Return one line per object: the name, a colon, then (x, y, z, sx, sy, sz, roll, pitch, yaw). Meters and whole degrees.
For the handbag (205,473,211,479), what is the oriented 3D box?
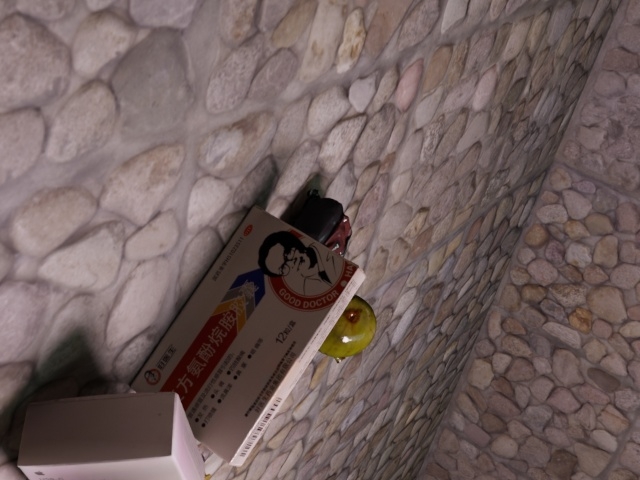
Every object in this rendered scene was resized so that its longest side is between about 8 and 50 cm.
handbag: (-0.259, 0.502, 1.695, 0.083, 0.027, 0.061, -15, 131, -60)

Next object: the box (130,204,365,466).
box: (-0.113, 0.142, 1.314, 0.353, 0.214, 0.069, -55, 156, -8)

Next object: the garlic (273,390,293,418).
garlic: (-0.101, 0.349, 1.776, 0.152, 0.066, 0.084, -10, 129, -63)

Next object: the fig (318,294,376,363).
fig: (0.041, 0.183, 1.803, 0.186, 0.148, 0.142, -9, -123, 68)

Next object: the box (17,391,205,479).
box: (-0.281, 0.315, 1.185, 0.251, 0.203, 0.106, 86, 1, -51)

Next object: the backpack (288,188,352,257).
backpack: (0.002, -0.002, 1.509, 0.120, 0.106, 0.165, -57, 154, -16)
